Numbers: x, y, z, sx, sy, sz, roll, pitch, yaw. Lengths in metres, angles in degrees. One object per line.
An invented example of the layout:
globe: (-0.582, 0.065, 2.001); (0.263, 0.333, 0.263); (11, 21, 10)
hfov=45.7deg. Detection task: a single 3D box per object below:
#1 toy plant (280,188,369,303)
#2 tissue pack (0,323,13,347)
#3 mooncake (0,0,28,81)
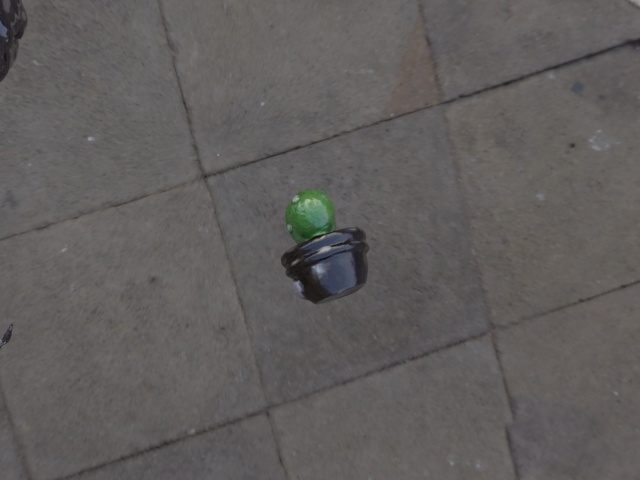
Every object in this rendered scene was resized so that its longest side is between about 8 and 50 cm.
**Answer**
toy plant: (0.000, 0.000, 1.497); (0.175, 0.218, 0.235); (-19, 80, -4)
tissue pack: (-0.554, 0.087, 0.853); (0.361, 0.259, 0.122); (26, 72, -23)
mooncake: (-0.636, -0.373, 1.251); (0.282, 0.141, 0.283); (-3, 131, -4)
